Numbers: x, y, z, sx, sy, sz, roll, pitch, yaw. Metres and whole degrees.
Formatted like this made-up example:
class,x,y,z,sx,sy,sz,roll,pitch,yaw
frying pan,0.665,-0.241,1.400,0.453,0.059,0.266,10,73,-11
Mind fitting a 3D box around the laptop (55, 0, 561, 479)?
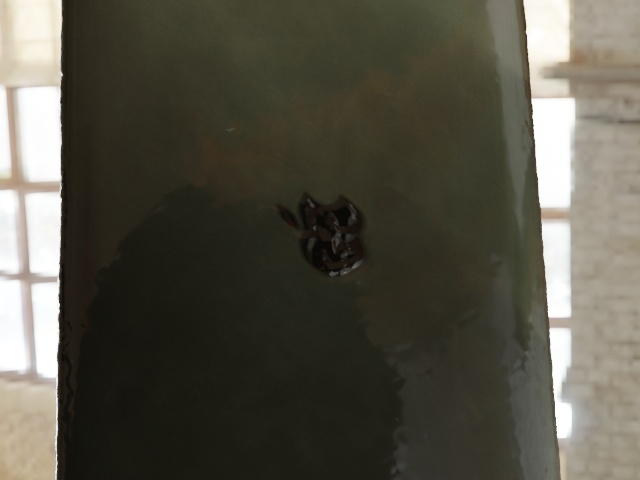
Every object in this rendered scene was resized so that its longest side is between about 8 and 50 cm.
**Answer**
class,x,y,z,sx,sy,sz,roll,pitch,yaw
laptop,0.000,0.000,0.525,0.188,0.269,0.015,8,162,-33
